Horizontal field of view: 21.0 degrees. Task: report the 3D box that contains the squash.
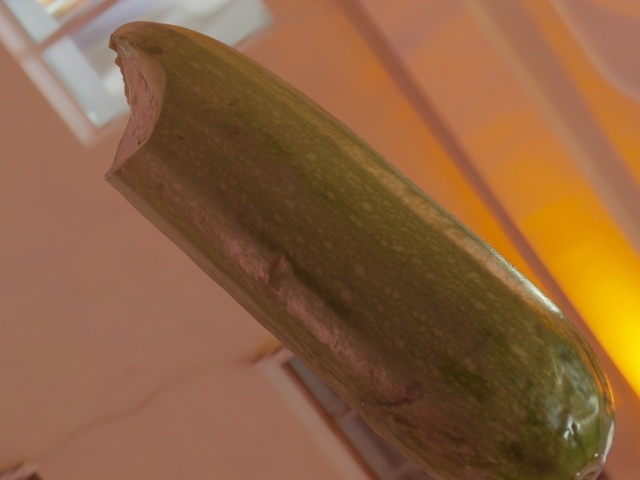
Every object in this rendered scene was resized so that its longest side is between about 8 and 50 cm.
[{"bbox_3d":[0.000,0.000,0.550,0.069,0.069,0.239,-40,-125,-12],"label":"squash"}]
